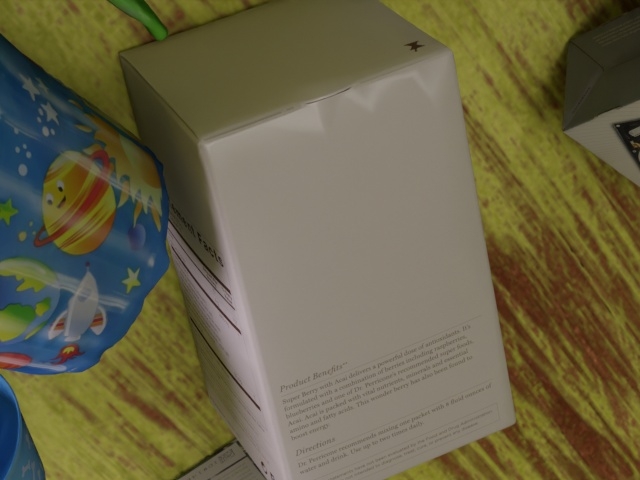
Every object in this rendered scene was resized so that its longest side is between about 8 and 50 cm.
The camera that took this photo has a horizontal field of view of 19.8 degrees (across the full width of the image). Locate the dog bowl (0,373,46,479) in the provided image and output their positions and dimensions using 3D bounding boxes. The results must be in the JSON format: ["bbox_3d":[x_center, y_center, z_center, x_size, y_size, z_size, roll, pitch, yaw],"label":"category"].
[{"bbox_3d":[-0.311,0.203,1.206,0.297,0.166,0.074,-36,135,-7],"label":"dog bowl"}]

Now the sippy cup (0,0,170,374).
[{"bbox_3d":[-0.220,-0.023,1.114,0.224,0.305,0.240,25,56,-43],"label":"sippy cup"}]

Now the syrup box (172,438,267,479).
[{"bbox_3d":[-0.031,0.247,1.311,0.093,0.237,0.096,-33,123,-10],"label":"syrup box"}]

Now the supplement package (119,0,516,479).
[{"bbox_3d":[0.000,0.000,1.247,0.177,0.175,0.293,-20,120,-15],"label":"supplement package"}]

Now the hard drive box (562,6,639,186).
[{"bbox_3d":[0.323,-0.092,1.358,0.232,0.181,0.089,30,53,-33],"label":"hard drive box"}]
